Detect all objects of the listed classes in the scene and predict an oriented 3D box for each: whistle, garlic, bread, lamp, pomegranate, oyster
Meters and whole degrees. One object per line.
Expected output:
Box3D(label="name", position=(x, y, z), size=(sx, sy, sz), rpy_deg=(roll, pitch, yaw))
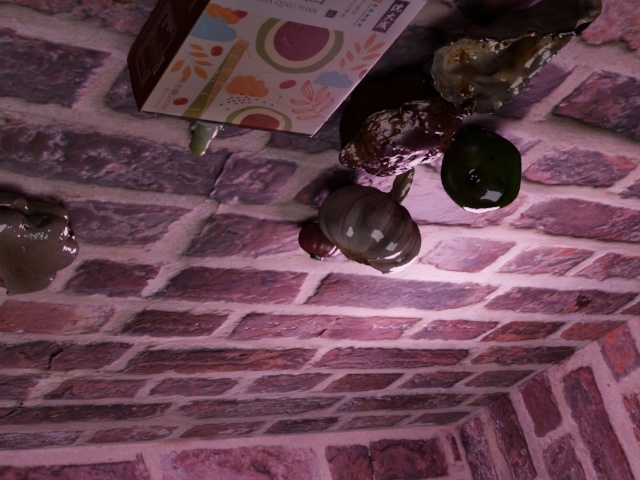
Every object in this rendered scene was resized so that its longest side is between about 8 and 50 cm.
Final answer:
Box3D(label="whistle", position=(-0.205, -0.220, 1.843), size=(0.104, 0.057, 0.198), rpy_deg=(-2, 149, -26))
Box3D(label="garlic", position=(0.135, -0.066, 2.225), size=(0.253, 0.245, 0.245), rpy_deg=(-59, 149, -4))
Box3D(label="bread", position=(0.163, -0.229, 1.943), size=(0.246, 0.135, 0.232), rpy_deg=(2, 149, -31))
Box3D(label="lamp", position=(0.000, 0.000, 2.353), size=(0.107, 0.092, 0.107), rpy_deg=(13, 175, 1))
Box3D(label="pomegranate", position=(0.361, -0.153, 2.187), size=(0.187, 0.187, 0.225), rpy_deg=(-28, 175, 23))
Box3D(label="bread", position=(-0.593, 0.005, 2.020), size=(0.183, 0.102, 0.337), rpy_deg=(-12, 155, -8))
Box3D(label="oyster", position=(0.356, -0.360, 1.800), size=(0.337, 0.133, 0.198), rpy_deg=(-25, 150, 13))

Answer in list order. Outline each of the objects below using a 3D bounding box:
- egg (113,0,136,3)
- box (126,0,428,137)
Box3D(label="egg", position=(-0.287, -0.385, 1.461), size=(0.071, 0.071, 0.083), rpy_deg=(3, 166, -33))
Box3D(label="box", position=(-0.077, -0.340, 1.605), size=(0.344, 0.122, 0.385), rpy_deg=(4, 148, -34))
